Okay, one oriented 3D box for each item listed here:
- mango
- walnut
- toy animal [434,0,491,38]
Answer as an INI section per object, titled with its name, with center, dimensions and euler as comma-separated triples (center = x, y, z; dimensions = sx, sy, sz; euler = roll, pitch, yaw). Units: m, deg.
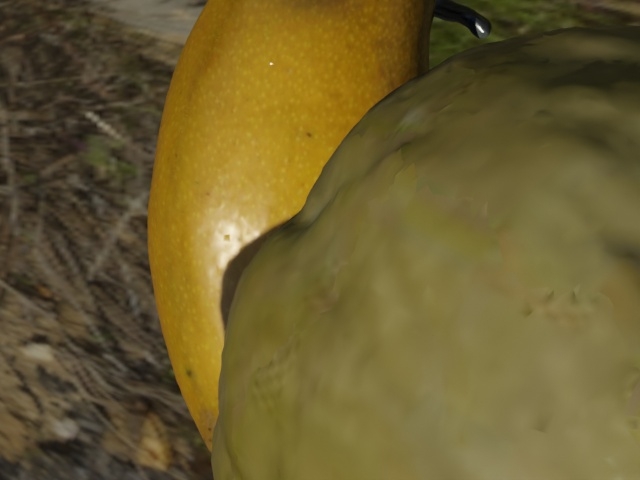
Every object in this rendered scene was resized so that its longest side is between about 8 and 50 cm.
[mango]
center = -0.004, -0.001, 0.959
dimensions = 0.187, 0.144, 0.359
euler = -11, 96, -10
[walnut]
center = 0.117, 0.072, 0.477
dimensions = 0.282, 0.277, 0.253
euler = -20, 146, -37
[toy animal]
center = -0.019, -0.207, 1.033
dimensions = 0.269, 0.137, 0.082
euler = 40, 82, -13
